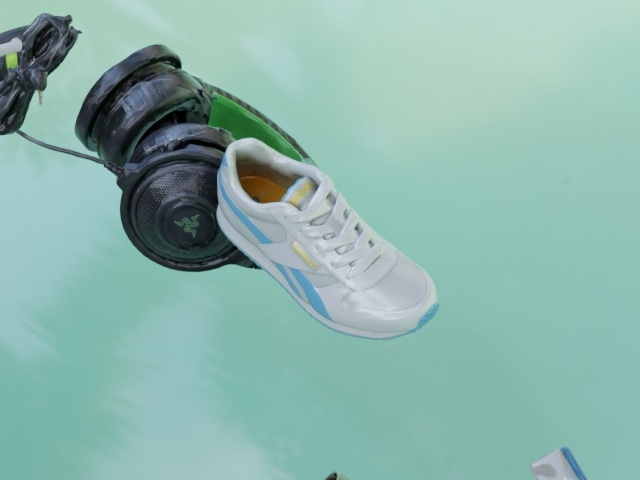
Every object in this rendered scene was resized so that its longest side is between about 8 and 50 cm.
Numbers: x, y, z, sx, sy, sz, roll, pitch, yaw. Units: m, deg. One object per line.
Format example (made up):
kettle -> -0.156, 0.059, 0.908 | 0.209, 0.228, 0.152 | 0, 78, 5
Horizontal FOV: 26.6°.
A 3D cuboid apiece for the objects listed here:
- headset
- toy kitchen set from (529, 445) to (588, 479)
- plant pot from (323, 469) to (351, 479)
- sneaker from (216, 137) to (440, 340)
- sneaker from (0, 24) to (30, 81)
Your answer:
headset -> -0.135, -0.102, 1.284 | 0.185, 0.394, 0.243 | -53, 49, 26
toy kitchen set -> 0.333, 0.281, 1.319 | 0.166, 0.122, 0.207 | -30, 61, 4
plant pot -> 0.065, 0.458, 1.809 | 0.215, 0.230, 0.215 | -59, 2, 4
sneaker -> 0.000, 0.000, 1.136 | 0.229, 0.092, 0.087 | 33, 60, 21
sneaker -> -0.343, -0.129, 1.310 | 0.235, 0.097, 0.084 | -27, 14, 1
